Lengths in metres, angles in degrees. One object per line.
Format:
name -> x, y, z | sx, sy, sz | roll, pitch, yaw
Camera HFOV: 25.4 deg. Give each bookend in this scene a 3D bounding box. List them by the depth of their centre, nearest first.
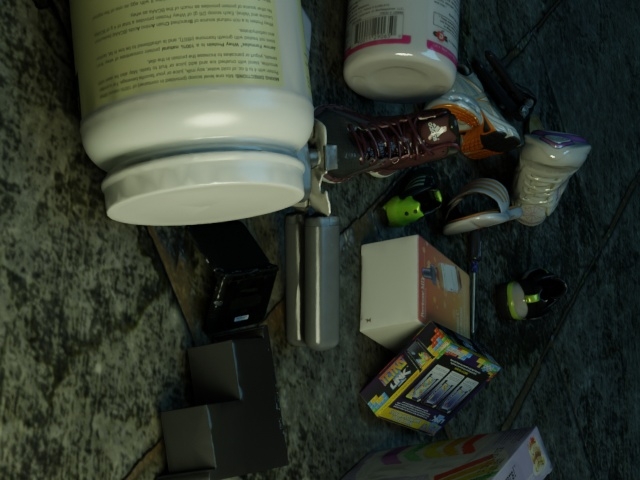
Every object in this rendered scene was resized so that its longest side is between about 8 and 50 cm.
bookend -> -0.113, 0.174, 1.504 | 0.157, 0.072, 0.156 | 1, 78, -61

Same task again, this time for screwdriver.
screwdriver -> 0.244, 0.064, 2.256 | 0.025, 0.024, 0.170 | 88, 6, -67

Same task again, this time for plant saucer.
plant saucer -> 0.398, -0.192, 2.639 | 0.083, 0.015, 0.083 | 32, 52, -54

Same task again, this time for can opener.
can opener -> -0.030, -0.009, 1.691 | 0.095, 0.076, 0.284 | -5, 97, -38
can opener -> 0.322, -0.269, 2.502 | 0.059, 0.073, 0.186 | -56, 138, -1

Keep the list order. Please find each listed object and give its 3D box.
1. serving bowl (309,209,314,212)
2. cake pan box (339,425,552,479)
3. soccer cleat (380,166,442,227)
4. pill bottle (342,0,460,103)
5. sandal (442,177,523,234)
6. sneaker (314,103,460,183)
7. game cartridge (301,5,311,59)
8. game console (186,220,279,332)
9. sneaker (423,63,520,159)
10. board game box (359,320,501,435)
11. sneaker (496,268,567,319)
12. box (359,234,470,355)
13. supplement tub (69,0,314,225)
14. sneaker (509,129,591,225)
serving bowl -> 0.000, 0.000, 1.824 | 0.083, 0.027, 0.083 | 29, 56, -54
cake pan box -> 0.120, 0.312, 1.701 | 0.267, 0.245, 0.070 | -29, 101, -59
soccer cleat -> 0.150, -0.064, 2.075 | 0.179, 0.072, 0.060 | -45, 119, -58
pill bottle -> 0.119, -0.351, 2.015 | 0.160, 0.160, 0.283 | 33, 56, -53
sandal -> 0.252, -0.059, 2.247 | 0.265, 0.102, 0.076 | -15, 91, -70
sneaker -> 0.096, -0.145, 1.910 | 0.281, 0.162, 0.106 | -10, 89, -62
game cartridge -> -0.089, -0.227, 1.722 | 0.196, 0.060, 0.294 | 58, 34, -41
game console -> -0.109, 0.040, 1.627 | 0.122, 0.071, 0.107 | -8, 116, -61
sneaker -> 0.246, -0.218, 2.290 | 0.262, 0.099, 0.121 | 29, 51, -56
board game box -> 0.150, 0.188, 1.914 | 0.048, 0.141, 0.170 | 51, 12, 32
sneaker -> 0.379, 0.094, 2.410 | 0.234, 0.097, 0.084 | -17, 95, -62
box -> 0.133, 0.086, 1.969 | 0.170, 0.091, 0.130 | 35, 51, -53
supplement tub -> -0.131, -0.193, 1.435 | 0.235, 0.235, 0.325 | 10, 71, -60
sneaker -> 0.383, -0.102, 2.394 | 0.305, 0.114, 0.152 | 55, 46, -83
